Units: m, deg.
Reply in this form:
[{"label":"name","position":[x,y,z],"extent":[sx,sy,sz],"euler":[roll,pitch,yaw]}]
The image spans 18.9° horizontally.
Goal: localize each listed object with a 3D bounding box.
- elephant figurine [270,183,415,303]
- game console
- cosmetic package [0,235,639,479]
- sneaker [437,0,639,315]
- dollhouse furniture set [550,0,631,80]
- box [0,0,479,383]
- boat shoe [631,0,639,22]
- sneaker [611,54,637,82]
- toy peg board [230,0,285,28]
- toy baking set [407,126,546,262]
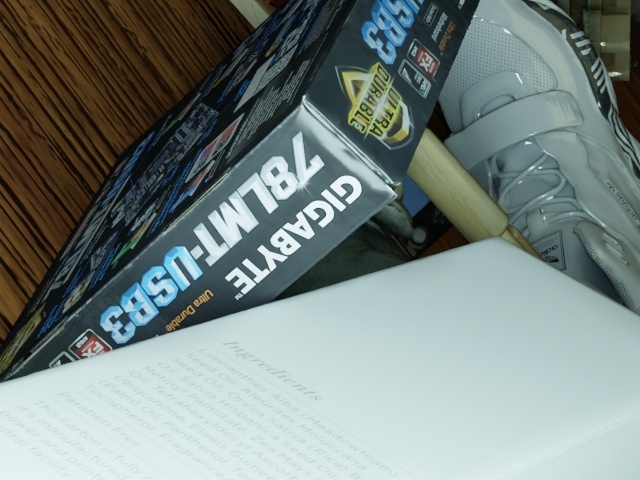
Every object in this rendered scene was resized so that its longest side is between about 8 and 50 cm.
[{"label":"elephant figurine","position":[0.000,0.000,1.250],"extent":[0.186,0.169,0.239],"euler":[84,-14,-60]},{"label":"game console","position":[0.049,-0.038,1.406],"extent":[0.107,0.071,0.122],"euler":[-41,101,-15]},{"label":"cosmetic package","position":[-0.012,0.165,0.882],"extent":[0.161,0.230,0.453],"euler":[29,27,31]},{"label":"sneaker","position":[0.176,-0.044,1.533],"extent":[0.366,0.137,0.210],"euler":[56,27,-8]},{"label":"dollhouse furniture set","position":[0.209,-0.301,1.791],"extent":[0.212,0.161,0.242],"euler":[79,15,-51]},{"label":"box","position":[-0.045,-0.038,1.051],"extent":[0.073,0.293,0.295],"euler":[41,33,-12]},{"label":"boat shoe","position":[0.343,-0.314,2.095],"extent":[0.073,0.080,0.223],"euler":[49,36,-25]},{"label":"sneaker","position":[0.270,-0.195,1.879],"extent":[0.098,0.069,0.038],"euler":[38,35,-30]},{"label":"toy peg board","position":[0.000,-0.197,1.428],"extent":[0.161,0.079,0.160],"euler":[11,32,-52]},{"label":"toy baking set","position":[0.057,-0.065,1.280],"extent":[0.256,0.030,0.197],"euler":[46,3,-20]}]
